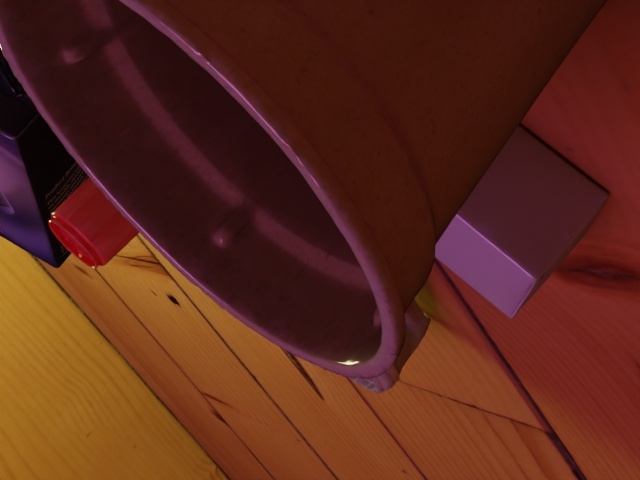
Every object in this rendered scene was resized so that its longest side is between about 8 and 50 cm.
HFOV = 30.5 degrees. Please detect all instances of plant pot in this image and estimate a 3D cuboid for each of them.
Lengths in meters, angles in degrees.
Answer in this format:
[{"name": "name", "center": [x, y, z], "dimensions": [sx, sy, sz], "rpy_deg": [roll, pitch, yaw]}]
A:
[{"name": "plant pot", "center": [0.015, -0.137, 0.748], "dimensions": [0.334, 0.305, 0.334], "rpy_deg": [38, 159, 17]}]

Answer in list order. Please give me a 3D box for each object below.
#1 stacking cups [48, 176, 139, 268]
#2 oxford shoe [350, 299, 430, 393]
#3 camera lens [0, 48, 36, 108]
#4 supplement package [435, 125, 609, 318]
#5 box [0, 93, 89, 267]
[{"name": "stacking cups", "center": [-0.115, -0.106, 1.055], "dimensions": [0.096, 0.316, 0.096], "rpy_deg": [40, 162, 16]}, {"name": "oxford shoe", "center": [0.000, 0.000, 1.314], "dimensions": [0.169, 0.130, 0.449], "rpy_deg": [27, 158, 45]}, {"name": "camera lens", "center": [-0.197, -0.259, 0.967], "dimensions": [0.219, 0.274, 0.219], "rpy_deg": [38, 160, 17]}, {"name": "supplement package", "center": [0.136, -0.039, 1.010], "dimensions": [0.179, 0.105, 0.105], "rpy_deg": [41, 160, 13]}, {"name": "box", "center": [-0.378, -0.161, 1.279], "dimensions": [0.296, 0.183, 0.294], "rpy_deg": [28, 154, 11]}]
